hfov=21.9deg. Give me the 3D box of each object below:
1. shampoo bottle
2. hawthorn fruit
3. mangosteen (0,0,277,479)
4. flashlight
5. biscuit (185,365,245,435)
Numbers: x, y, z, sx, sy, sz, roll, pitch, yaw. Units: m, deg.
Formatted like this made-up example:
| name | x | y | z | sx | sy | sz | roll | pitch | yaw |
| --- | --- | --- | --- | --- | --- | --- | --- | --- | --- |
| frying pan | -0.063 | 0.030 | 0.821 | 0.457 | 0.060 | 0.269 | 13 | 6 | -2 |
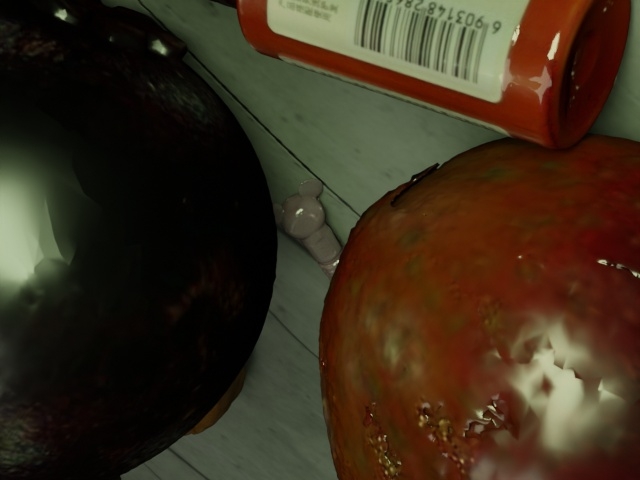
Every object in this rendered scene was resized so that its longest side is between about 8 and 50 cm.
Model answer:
| name | x | y | z | sx | sy | sz | roll | pitch | yaw |
| --- | --- | --- | --- | --- | --- | --- | --- | --- | --- |
| shampoo bottle | 0.027 | -0.139 | 0.933 | 0.278 | 0.104 | 0.104 | 21 | 146 | 25 |
| hawthorn fruit | 0.148 | 0.079 | 0.947 | 0.316 | 0.316 | 0.316 | 26 | 148 | 18 |
| mangosteen | -0.236 | 0.033 | 1.136 | 0.382 | 0.435 | 0.382 | 25 | -167 | -6 |
| flashlight | 0.000 | 0.000 | 1.227 | 0.110 | 0.052 | 0.031 | 54 | -178 | -37 |
| biscuit | -0.268 | 0.028 | 1.497 | 0.455 | 0.078 | 0.350 | 27 | 145 | 14 |
